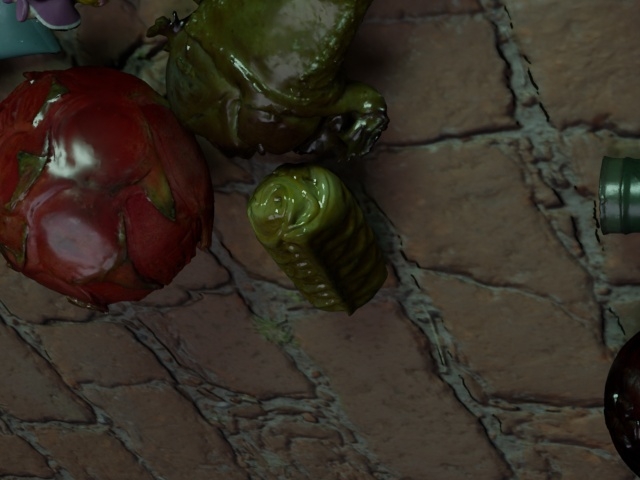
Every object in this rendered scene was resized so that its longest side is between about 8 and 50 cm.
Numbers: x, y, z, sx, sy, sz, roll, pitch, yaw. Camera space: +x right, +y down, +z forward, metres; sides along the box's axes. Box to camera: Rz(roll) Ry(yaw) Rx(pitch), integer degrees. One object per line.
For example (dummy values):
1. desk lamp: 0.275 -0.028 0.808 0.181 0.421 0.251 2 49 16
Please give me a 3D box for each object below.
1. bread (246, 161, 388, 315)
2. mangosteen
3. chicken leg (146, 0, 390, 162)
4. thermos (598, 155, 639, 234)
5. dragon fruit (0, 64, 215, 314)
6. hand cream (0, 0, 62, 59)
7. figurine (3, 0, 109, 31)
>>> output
1. bread: -0.001 0.000 1.091 0.098 0.087 0.269 5 161 17
2. mangosteen: 0.393 0.168 1.096 0.209 0.210 0.210 13 141 11
3. chicken leg: -0.008 -0.168 0.914 0.361 0.140 0.211 -23 116 46
4. thermos: 0.349 -0.043 0.960 0.187 0.083 0.073 2 160 21
5. dragon fruit: -0.229 -0.055 1.079 0.252 0.241 0.241 54 139 5
6. hand cream: -0.424 -0.217 1.126 0.312 0.070 0.111 -8 132 21
7. figurine: -0.208 -0.267 0.949 0.095 0.115 0.156 43 128 27
